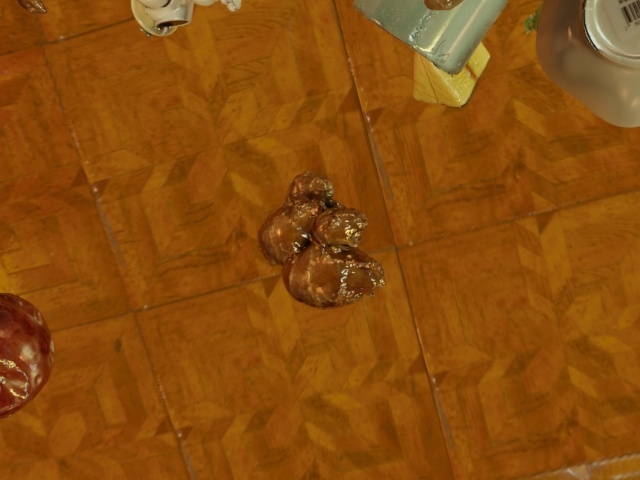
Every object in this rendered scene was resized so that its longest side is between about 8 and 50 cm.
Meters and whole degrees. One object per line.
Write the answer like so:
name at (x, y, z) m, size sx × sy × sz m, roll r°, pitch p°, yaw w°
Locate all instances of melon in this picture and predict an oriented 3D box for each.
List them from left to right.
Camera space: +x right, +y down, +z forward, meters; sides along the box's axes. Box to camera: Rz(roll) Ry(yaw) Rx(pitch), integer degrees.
melon at (0.459, -0.433, 1.435) m, size 0.053 × 0.262 × 0.114 m, roll 7°, pitch 99°, yaw -4°

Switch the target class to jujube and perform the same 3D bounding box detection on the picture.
jujube at (-0.450, 0.142, 0.971) m, size 0.168 × 0.236 × 0.168 m, roll -9°, pitch 106°, yaw -33°

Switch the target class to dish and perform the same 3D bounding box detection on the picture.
dish at (0.267, -0.189, 0.600) m, size 0.191 × 0.066 × 0.190 m, roll 4°, pitch 100°, yaw 24°

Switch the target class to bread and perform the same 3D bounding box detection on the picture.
bread at (0.271, -0.465, 1.768) m, size 0.264 × 0.163 × 0.167 m, roll 40°, pitch 77°, yaw -44°

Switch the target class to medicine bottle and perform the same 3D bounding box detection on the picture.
medicine bottle at (0.231, -0.482, 1.311) m, size 0.245 × 0.245 × 0.290 m, roll 33°, pitch 109°, yaw -5°

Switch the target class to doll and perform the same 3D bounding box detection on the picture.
doll at (-0.311, -0.553, 1.694) m, size 0.272 × 0.208 × 0.143 m, roll 7°, pitch 82°, yaw 5°

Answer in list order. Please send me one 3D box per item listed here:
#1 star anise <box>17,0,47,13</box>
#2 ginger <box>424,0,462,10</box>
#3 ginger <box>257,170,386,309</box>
star anise at (-0.436, -0.372, 0.992) m, size 0.168 × 0.057 × 0.167 m, roll 10°, pitch 66°, yaw -22°
ginger at (0.023, -0.312, 0.561) m, size 0.333 × 0.080 × 0.166 m, roll 20°, pitch 117°, yaw -27°
ginger at (0.005, 0.009, 1.618) m, size 0.357 × 0.152 × 0.274 m, roll 52°, pitch 123°, yaw 34°
